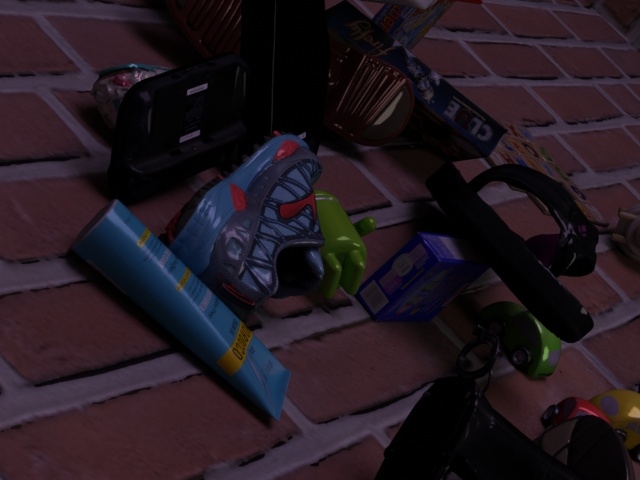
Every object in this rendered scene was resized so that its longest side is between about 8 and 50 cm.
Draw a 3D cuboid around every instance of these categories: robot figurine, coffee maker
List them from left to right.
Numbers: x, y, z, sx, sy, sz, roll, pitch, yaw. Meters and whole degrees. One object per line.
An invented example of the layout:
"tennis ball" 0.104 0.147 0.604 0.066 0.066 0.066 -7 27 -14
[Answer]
"robot figurine" 0.000 0.000 1.694 0.101 0.067 0.115 -8 46 -24
"coffee maker" 0.153 0.192 1.437 0.178 0.171 0.120 36 5 -21

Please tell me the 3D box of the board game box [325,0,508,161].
"board game box" 0.093 -0.184 2.170 0.243 0.042 0.165 38 -7 -10

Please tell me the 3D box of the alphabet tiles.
"alphabet tiles" 0.280 -0.101 2.491 0.198 0.009 0.237 52 22 26

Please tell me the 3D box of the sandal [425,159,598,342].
"sandal" 0.203 -0.022 1.892 0.167 0.107 0.446 49 4 -16

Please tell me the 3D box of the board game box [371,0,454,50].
"board game box" 0.113 -0.289 2.385 0.035 0.136 0.201 45 21 7

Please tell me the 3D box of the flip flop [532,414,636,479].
"flip flop" 0.252 0.264 1.590 0.080 0.112 0.277 59 1 -44

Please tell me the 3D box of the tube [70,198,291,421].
"tube" -0.103 0.056 1.437 0.207 0.052 0.080 43 27 -13

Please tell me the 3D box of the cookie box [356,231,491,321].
"cookie box" 0.099 0.037 1.766 0.107 0.092 0.040 7 44 -58

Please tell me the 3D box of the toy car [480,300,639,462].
"toy car" 0.252 0.138 1.891 0.225 0.053 0.239 51 22 22

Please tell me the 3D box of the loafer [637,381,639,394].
"loafer" 0.451 0.217 2.059 0.223 0.076 0.078 37 28 -4

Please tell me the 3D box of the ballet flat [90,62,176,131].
"ballet flat" -0.130 -0.121 1.713 0.241 0.091 0.077 -8 83 -59

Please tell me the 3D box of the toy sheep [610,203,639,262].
"toy sheep" 0.440 -0.011 2.496 0.091 0.091 0.132 42 15 1

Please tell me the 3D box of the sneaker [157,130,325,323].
"sneaker" -0.049 -0.001 1.579 0.125 0.104 0.262 44 30 1

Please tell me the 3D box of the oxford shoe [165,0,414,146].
"oxford shoe" -0.055 -0.209 1.982 0.348 0.123 0.130 34 0 -40

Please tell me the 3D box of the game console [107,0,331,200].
"game console" -0.084 -0.136 1.667 0.044 0.213 0.361 11 20 24

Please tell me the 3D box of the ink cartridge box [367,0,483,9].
"ink cartridge box" -0.009 -0.300 2.075 0.308 0.091 0.385 9 -6 19
